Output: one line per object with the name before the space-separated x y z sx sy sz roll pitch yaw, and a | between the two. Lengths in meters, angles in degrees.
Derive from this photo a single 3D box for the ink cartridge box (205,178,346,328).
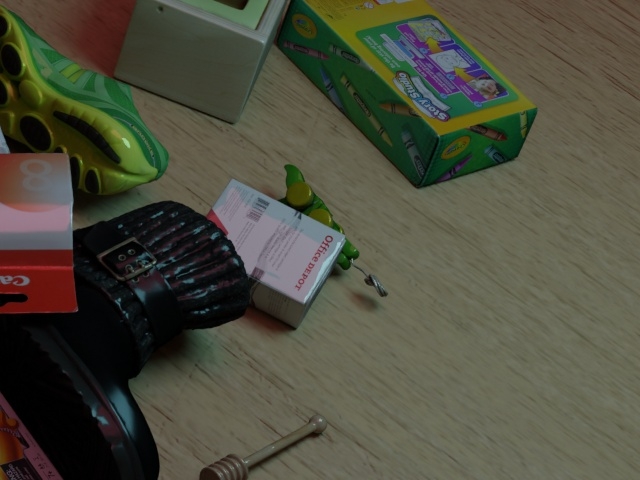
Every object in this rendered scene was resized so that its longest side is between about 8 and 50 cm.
ink cartridge box | -0.057 0.014 2.024 0.135 0.056 0.099 28 56 7

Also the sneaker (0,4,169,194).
sneaker | -0.274 -0.141 2.103 0.295 0.109 0.123 44 21 28

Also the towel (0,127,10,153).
towel | -0.399 -0.099 1.893 0.209 0.034 0.285 -15 87 -27

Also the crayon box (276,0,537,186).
crayon box | 0.099 -0.193 2.334 0.165 0.081 0.278 -18 53 -38

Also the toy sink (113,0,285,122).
toy sink | -0.121 -0.269 2.279 0.153 0.131 0.234 22 38 -1

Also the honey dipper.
honey dipper | -0.048 0.198 1.857 0.030 0.030 0.161 42 39 23

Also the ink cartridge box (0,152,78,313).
ink cartridge box | -0.292 -0.009 1.774 0.145 0.045 0.179 0 40 -12

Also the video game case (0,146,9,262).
video game case | -0.336 -0.023 1.827 0.143 0.019 0.157 -11 45 -23

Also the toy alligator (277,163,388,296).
toy alligator | 0.000 0.000 2.095 0.051 0.056 0.189 -37 65 3

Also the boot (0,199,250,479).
boot | -0.167 0.098 1.832 0.260 0.131 0.348 -10 48 -34

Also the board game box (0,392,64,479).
board game box | -0.374 0.158 1.727 0.193 0.053 0.305 -17 52 -37
